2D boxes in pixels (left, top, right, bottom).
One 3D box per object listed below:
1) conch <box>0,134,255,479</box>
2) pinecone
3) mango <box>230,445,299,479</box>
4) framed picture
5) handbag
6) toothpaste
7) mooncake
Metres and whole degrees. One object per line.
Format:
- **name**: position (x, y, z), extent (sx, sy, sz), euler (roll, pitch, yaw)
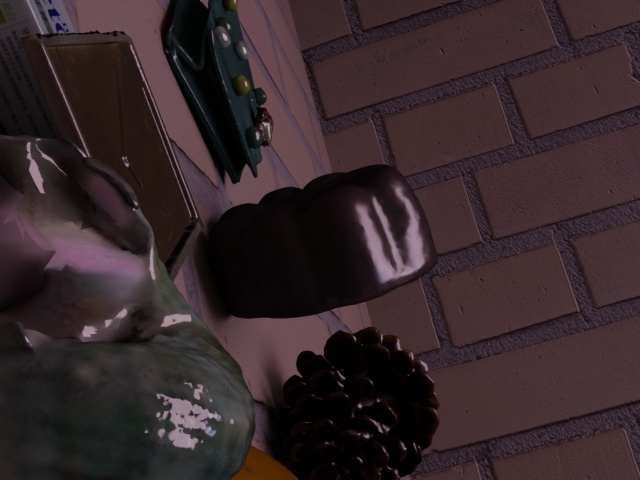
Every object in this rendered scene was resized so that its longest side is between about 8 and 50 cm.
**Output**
- **conch**: position (-0.140, 0.080, 0.475), extent (0.220, 0.195, 0.277), euler (31, 59, -36)
- **pinecone**: position (0.053, 0.265, 1.209), extent (0.292, 0.246, 0.246), euler (-60, 134, -69)
- **mango**: position (-0.076, 0.244, 0.666), extent (0.254, 0.139, 0.175), euler (56, 7, -47)
- **framed picture**: position (-0.159, -0.072, 0.703), extent (0.289, 0.016, 0.213), euler (-95, 166, -75)
- **handbag**: position (-0.152, -0.270, 1.362), extent (0.269, 0.100, 0.274), euler (-96, 167, -59)
- **toothpaste**: position (-0.221, -0.120, 0.664), extent (0.081, 0.067, 0.337), euler (-97, 168, -67)
- **mooncake**: position (0.000, 0.000, 1.135), extent (0.306, 0.306, 0.154), euler (-71, 142, -78)
